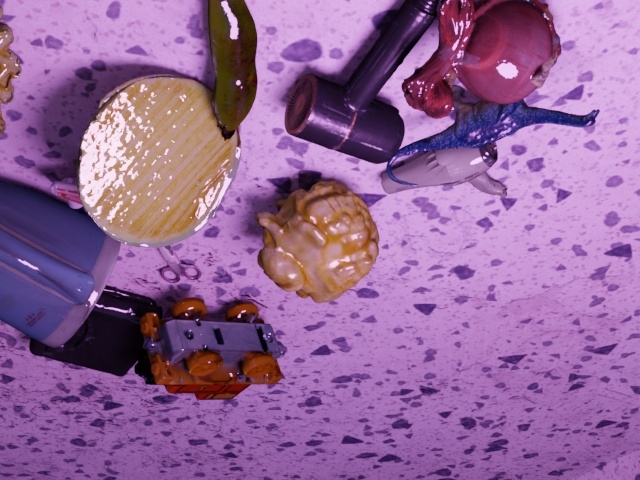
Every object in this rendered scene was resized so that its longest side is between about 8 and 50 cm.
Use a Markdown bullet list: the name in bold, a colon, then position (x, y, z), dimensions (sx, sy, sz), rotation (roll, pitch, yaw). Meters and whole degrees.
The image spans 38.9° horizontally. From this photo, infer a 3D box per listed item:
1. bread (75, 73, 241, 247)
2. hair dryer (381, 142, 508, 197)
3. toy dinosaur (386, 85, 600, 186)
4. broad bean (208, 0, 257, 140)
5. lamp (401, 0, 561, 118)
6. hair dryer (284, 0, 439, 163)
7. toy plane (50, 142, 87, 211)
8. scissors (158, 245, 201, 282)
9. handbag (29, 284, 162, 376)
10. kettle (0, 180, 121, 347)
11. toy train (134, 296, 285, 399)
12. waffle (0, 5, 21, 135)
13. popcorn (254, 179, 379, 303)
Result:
- **bread**: position (-0.268, -0.129, 1.491), dimensions (0.301, 0.045, 0.301), rotation (-17, 121, -31)
- **hair dryer**: position (0.225, -0.115, 1.668), dimensions (0.218, 0.088, 0.225), rotation (-6, 159, 16)
- **toy dinosaur**: position (0.271, -0.199, 1.485), dimensions (0.362, 0.147, 0.076), rotation (-14, 141, 26)
- **broad bean**: position (-0.133, -0.277, 1.396), dimensions (0.077, 0.061, 0.339), rotation (-14, 138, -17)
- **lamp**: position (0.247, -0.274, 1.361), dimensions (0.223, 0.151, 0.215), rotation (17, 101, -3)
- **hair dryer**: position (0.109, -0.269, 1.421), dimensions (0.189, 0.107, 0.352), rotation (17, 134, -28)
- **toy plane**: position (-0.346, -0.096, 1.601), dimensions (0.252, 0.118, 0.252), rotation (-1, 146, -1)
- **scissors**: position (-0.305, 0.039, 1.863), dimensions (0.085, 0.022, 0.176), rotation (-8, 146, 8)
- **handbag**: position (-0.498, 0.195, 2.012), dimensions (0.244, 0.088, 0.275), rotation (16, 141, -24)
- **kettle**: position (-0.551, 0.010, 1.599), dimensions (0.342, 0.247, 0.319), rotation (33, 168, -24)
- **toy train**: position (-0.237, 0.253, 1.982), dimensions (0.369, 0.163, 0.231), rotation (8, 139, -43)
- **waffle**: position (-0.588, -0.222, 1.336), dimensions (0.317, 0.073, 0.297), rotation (-34, 157, -36)
- **popcorn**: position (0.000, 0.000, 1.703), dimensions (0.254, 0.195, 0.256), rotation (-4, 146, -15)
